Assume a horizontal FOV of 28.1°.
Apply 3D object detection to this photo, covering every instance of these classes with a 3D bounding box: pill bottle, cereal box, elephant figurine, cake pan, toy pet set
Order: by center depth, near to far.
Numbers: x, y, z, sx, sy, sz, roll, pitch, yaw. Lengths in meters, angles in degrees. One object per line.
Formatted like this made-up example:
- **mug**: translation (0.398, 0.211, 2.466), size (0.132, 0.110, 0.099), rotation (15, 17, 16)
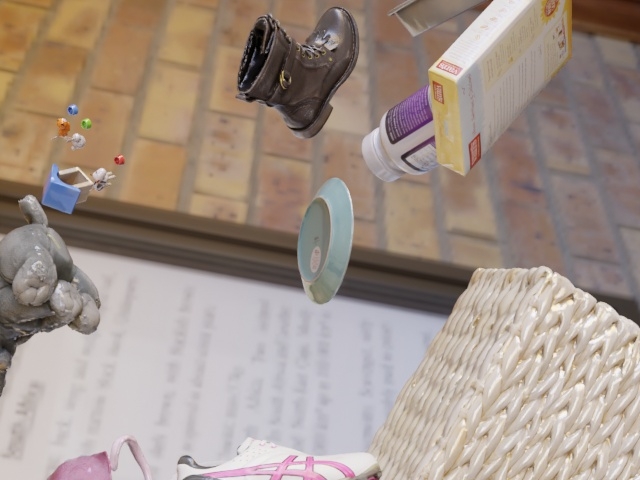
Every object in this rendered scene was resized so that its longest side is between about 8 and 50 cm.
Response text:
- **cereal box**: translation (0.222, -0.215, 1.549), size (0.240, 0.047, 0.173), rotation (-46, -31, -23)
- **elephant figurine**: translation (-0.408, 0.101, 1.590), size (0.239, 0.169, 0.186), rotation (-33, 24, 10)
- **toy pet set**: translation (-0.348, -0.104, 1.765), size (0.065, 0.122, 0.114), rotation (-19, -33, -50)
- **pill bottle**: translation (0.154, -0.161, 1.841), size (0.193, 0.108, 0.108), rotation (-30, 40, 39)
- **cake pan**: translation (0.245, -0.393, 1.968), size (0.054, 0.293, 0.293), rotation (63, 177, -6)

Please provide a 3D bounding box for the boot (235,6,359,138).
- **boot**: translation (-0.038, -0.307, 2.088), size (0.229, 0.091, 0.262), rotation (39, -115, -57)

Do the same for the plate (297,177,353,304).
- **plate**: translation (0.000, 0.000, 1.858), size (0.188, 0.024, 0.188), rotation (-171, 90, -67)

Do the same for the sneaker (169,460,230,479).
- **sneaker**: translation (-0.089, 0.439, 2.081), size (0.127, 0.321, 0.126), rotation (76, -162, -50)

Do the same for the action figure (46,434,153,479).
- **action figure**: translation (-0.398, 0.536, 2.110), size (0.370, 0.276, 0.248), rotation (-98, -18, -69)

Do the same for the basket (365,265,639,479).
- **basket**: translation (0.229, 0.227, 1.380), size (0.331, 0.266, 0.328), rotation (-58, 5, -5)

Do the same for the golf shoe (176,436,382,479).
- **golf shoe**: translation (-0.035, 0.205, 1.122), size (0.067, 0.186, 0.086), rotation (118, 137, -55)
